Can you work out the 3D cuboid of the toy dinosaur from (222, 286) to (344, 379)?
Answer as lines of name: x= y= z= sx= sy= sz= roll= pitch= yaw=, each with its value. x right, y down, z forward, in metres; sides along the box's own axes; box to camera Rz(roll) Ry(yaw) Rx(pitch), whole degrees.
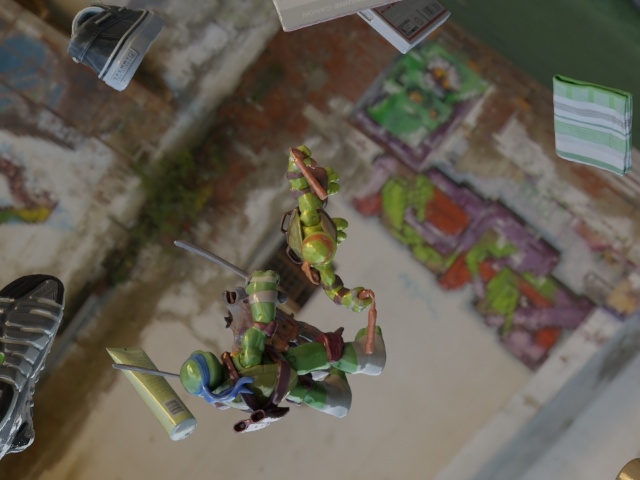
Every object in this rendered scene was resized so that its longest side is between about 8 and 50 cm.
toy dinosaur: x=-0.042 y=0.148 z=1.708 sx=0.295 sy=0.127 sz=0.200 roll=10 pitch=164 yaw=-42

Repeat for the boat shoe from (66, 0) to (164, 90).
boat shoe: x=-0.320 y=-0.319 z=1.901 sx=0.119 sy=0.121 sz=0.335 roll=35 pitch=-173 yaw=-13

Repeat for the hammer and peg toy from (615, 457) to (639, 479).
hammer and peg toy: x=0.471 y=0.259 z=1.559 sx=0.127 sy=0.361 sz=0.266 roll=36 pitch=142 yaw=37

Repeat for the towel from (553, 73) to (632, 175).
towel: x=0.368 y=-0.155 z=1.685 sx=0.113 sy=0.023 sz=0.152 roll=17 pitch=148 yaw=26

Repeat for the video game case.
video game case: x=0.076 y=-0.442 z=2.081 sx=0.285 sy=0.025 sz=0.204 roll=42 pitch=-144 yaw=2

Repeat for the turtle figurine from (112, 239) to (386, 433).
turtle figurine: x=-0.074 y=0.124 z=1.545 sx=0.266 sy=0.198 sz=0.274 roll=11 pitch=-173 yaw=-34

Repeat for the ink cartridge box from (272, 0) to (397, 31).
ink cartridge box: x=0.062 y=-0.313 z=1.231 sx=0.060 sy=0.275 sz=0.239 roll=83 pitch=170 yaw=-60

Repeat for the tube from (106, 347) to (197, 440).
tube: x=-0.329 y=0.291 z=2.442 sx=0.240 sy=0.062 sz=0.070 roll=47 pitch=165 yaw=32

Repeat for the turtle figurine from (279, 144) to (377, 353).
turtle figurine: x=0.000 y=0.000 z=1.529 sx=0.217 sy=0.087 sz=0.270 roll=-87 pitch=-26 yaw=-73

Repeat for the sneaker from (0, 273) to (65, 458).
sneaker: x=-0.349 y=0.155 z=1.410 sx=0.086 sy=0.132 sz=0.229 roll=11 pitch=-131 yaw=9
